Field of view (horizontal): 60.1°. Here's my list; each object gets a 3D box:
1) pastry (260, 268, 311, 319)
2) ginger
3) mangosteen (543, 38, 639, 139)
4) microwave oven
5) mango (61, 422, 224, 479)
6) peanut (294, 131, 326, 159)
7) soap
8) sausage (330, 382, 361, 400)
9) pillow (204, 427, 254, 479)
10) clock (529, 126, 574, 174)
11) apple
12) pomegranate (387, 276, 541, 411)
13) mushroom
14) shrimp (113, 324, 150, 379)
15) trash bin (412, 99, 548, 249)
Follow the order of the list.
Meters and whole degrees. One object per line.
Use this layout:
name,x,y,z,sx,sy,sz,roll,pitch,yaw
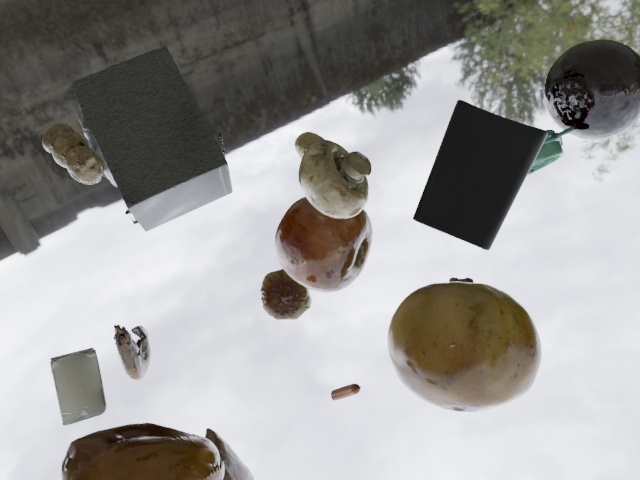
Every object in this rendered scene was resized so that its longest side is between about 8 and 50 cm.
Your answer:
pastry,-0.127,0.199,2.032,0.182,0.192,0.093,-7,-177,9
ginger,-0.573,-0.203,1.273,0.080,0.104,0.204,-43,-115,-15
mangosteen,0.650,-0.354,1.275,0.265,0.228,0.228,-28,-152,-27
microwave oven,-0.508,-0.300,1.678,0.374,0.432,0.236,-27,167,-11
mango,-0.253,0.359,0.832,0.166,0.136,0.236,1,-178,43
peanut,0.030,-0.289,1.989,0.111,0.274,0.125,-55,-162,15
soap,-0.663,0.399,1.518,0.121,0.183,0.064,-11,-179,-29
sausage,0.070,0.401,1.471,0.107,0.031,0.031,-34,-170,45
pillow,-0.273,0.680,1.592,0.084,0.236,0.223,-33,-170,5
clock,0.475,-0.194,1.256,0.159,0.066,0.211,-18,170,-23
apple,0.000,0.000,1.571,0.301,0.301,0.301,-15,-153,8
pomegranate,0.398,0.281,1.557,0.416,0.417,0.416,-15,-153,8
mushroom,0.032,-0.126,1.107,0.127,0.166,0.166,-41,-166,32
shrimp,-0.540,0.309,1.602,0.068,0.249,0.150,1,-125,2
trash bin,0.282,-0.113,1.010,0.165,0.225,0.115,23,-175,11
